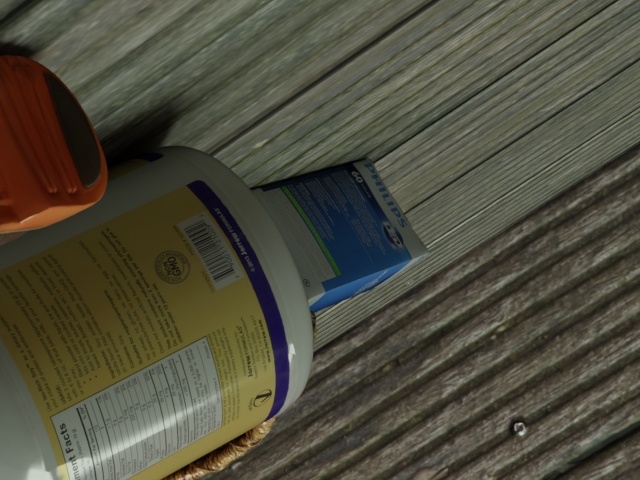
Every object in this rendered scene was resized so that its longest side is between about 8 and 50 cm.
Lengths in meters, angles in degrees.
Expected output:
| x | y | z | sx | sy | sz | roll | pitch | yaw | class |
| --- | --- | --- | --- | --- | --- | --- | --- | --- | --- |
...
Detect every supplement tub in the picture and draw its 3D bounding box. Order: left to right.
| x | y | z | sx | sy | sz | roll | pitch | yaw | class |
| --- | --- | --- | --- | --- | --- | --- | --- | --- | --- |
| -0.198 | 0.090 | 1.222 | 0.331 | 0.241 | 0.241 | -27 | 170 | -28 | supplement tub |

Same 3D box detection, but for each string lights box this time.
| x | y | z | sx | sy | sz | roll | pitch | yaw | class |
| --- | --- | --- | --- | --- | --- | --- | --- | --- | --- |
| 0.000 | 0.000 | 1.735 | 0.076 | 0.133 | 0.259 | -38 | 169 | 32 | string lights box |

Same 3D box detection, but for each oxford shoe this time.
| x | y | z | sx | sy | sz | roll | pitch | yaw | class |
| --- | --- | --- | --- | --- | --- | --- | --- | --- | --- |
| -0.246 | -0.023 | 0.827 | 0.132 | 0.130 | 0.363 | -26 | 172 | 19 | oxford shoe |

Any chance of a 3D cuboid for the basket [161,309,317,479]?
| x | y | z | sx | sy | sz | roll | pitch | yaw | class |
| --- | --- | --- | --- | --- | --- | --- | --- | --- | --- |
| -0.166 | 0.162 | 1.593 | 0.299 | 0.213 | 0.223 | -37 | -166 | 40 | basket |
